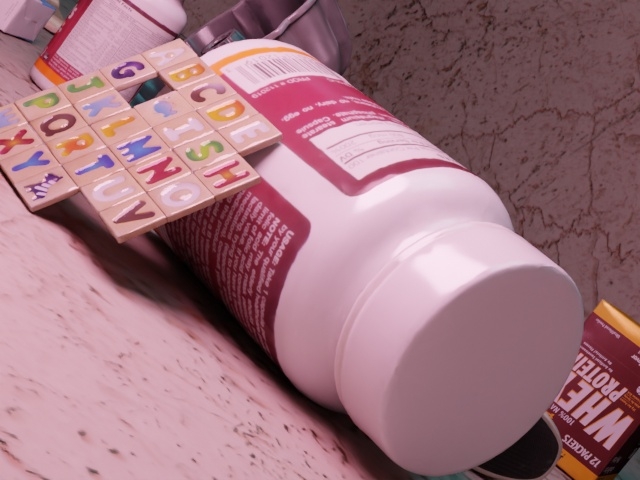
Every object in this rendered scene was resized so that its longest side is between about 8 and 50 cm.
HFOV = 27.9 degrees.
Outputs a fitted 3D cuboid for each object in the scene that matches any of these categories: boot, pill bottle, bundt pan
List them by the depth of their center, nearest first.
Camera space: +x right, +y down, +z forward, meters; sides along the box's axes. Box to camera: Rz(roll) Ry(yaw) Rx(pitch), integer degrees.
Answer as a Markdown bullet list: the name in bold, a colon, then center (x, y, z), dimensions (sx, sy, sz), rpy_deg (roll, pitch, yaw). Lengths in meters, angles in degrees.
- **pill bottle**: center (0.021, 0.004, 1.071), dimensions (0.224, 0.224, 0.392), rpy_deg (30, 9, -44)
- **boot**: center (0.116, 0.137, 1.259), dimensions (0.244, 0.088, 0.176), rpy_deg (32, 6, -13)
- **pill bottle**: center (-0.237, -0.252, 1.534), dimensions (0.121, 0.221, 0.121), rpy_deg (36, 6, -5)
- **bundt pan**: center (-0.096, -0.206, 1.639), dimensions (0.124, 0.331, 0.331), rpy_deg (55, 0, -19)

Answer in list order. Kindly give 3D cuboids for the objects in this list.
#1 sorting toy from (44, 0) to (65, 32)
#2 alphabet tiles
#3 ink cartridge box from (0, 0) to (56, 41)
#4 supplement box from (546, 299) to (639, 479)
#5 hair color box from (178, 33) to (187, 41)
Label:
- **sorting toy**: center (-0.509, -0.414, 2.107), dimensions (0.193, 0.038, 0.208), rpy_deg (34, 11, -24)
- **alphabet tiles**: center (-0.152, -0.081, 1.028), dimensions (0.237, 0.198, 0.009), rpy_deg (45, -28, 46)
- **ink cartridge box**: center (-0.464, -0.354, 1.761), dimensions (0.181, 0.061, 0.104), rpy_deg (38, 6, 8)
- **supplement box**: center (0.362, 0.197, 1.628), dimensions (0.129, 0.194, 0.191), rpy_deg (39, 7, 21)
- **hair color box**: center (-0.191, -0.248, 2.234), dimensions (0.374, 0.113, 0.185), rpy_deg (38, 7, 18)
